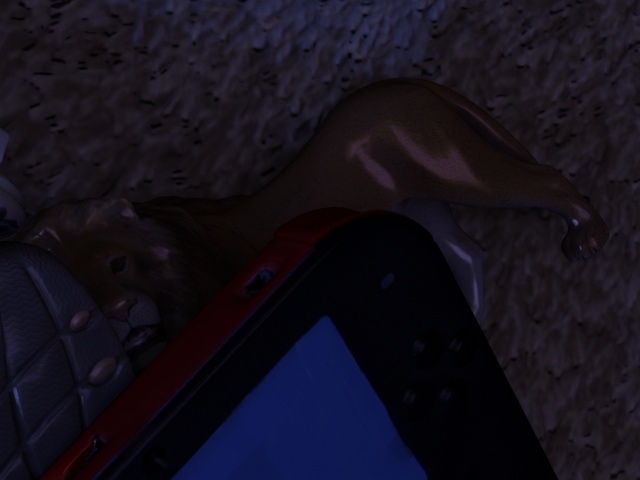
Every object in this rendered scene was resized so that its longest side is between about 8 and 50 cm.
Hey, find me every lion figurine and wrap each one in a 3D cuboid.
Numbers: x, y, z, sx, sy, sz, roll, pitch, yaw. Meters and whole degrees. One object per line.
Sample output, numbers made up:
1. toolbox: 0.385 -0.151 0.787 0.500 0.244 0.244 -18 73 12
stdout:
1. lion figurine: 0.000 0.000 0.896 0.392 0.142 0.240 -42 98 -32

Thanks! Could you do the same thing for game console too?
1. game console: -0.024 0.206 0.764 0.386 0.060 0.342 -46 125 -20

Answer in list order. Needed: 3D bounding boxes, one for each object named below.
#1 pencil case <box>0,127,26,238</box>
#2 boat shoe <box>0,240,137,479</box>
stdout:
1. pencil case: -0.315 0.096 0.714 0.160 0.183 0.410 45 70 -40
2. boat shoe: -0.168 0.166 0.766 0.132 0.130 0.355 -19 115 -35
